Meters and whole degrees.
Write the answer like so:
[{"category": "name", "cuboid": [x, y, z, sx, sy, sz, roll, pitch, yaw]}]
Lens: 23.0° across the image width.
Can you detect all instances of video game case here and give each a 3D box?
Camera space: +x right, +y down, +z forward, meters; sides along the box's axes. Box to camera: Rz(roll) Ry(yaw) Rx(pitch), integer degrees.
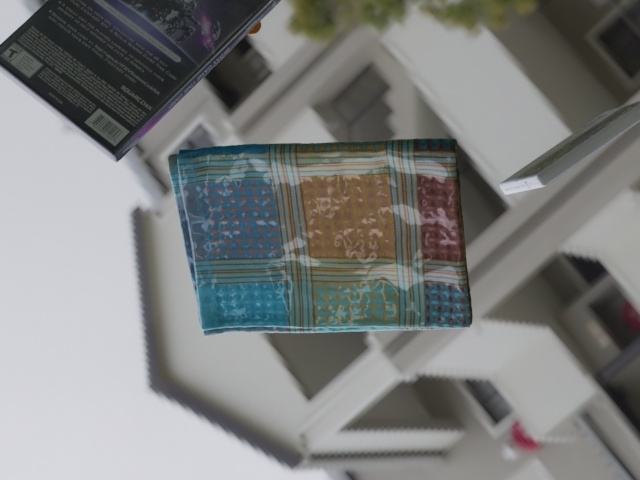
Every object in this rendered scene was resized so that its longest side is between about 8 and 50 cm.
[{"category": "video game case", "cuboid": [-0.207, -0.239, 1.769, 0.196, 0.274, 0.026, 38, 161, 16]}, {"category": "video game case", "cuboid": [0.342, -0.124, 2.101, 0.022, 0.190, 0.173, 57, 171, -3]}]

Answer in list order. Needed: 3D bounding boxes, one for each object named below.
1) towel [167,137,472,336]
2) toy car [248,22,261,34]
[{"category": "towel", "cuboid": [0.000, 0.000, 2.009, 0.040, 0.370, 0.271, -67, -28, -60]}, {"category": "toy car", "cuboid": [-0.176, -0.355, 2.119, 0.210, 0.219, 0.238, -17, -127, -44]}]
